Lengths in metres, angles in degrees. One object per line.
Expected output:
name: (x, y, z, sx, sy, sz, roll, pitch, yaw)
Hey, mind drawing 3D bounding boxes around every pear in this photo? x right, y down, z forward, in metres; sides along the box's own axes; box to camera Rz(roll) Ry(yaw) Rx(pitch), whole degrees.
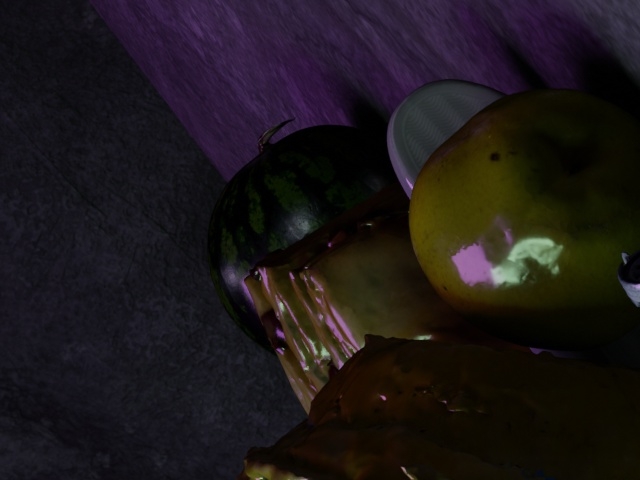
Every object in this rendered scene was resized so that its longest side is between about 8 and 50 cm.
pear: (0.160, -0.011, 1.393, 0.198, 0.198, 0.198, 52, 171, 11)

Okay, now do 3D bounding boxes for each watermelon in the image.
watermelon: (0.003, 0.004, 2.120, 0.269, 0.269, 0.269, 52, 171, 11)

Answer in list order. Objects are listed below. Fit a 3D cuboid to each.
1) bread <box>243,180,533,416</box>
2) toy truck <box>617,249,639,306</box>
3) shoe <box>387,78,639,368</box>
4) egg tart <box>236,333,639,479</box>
bread: (0.114, 0.077, 1.734, 0.324, 0.277, 0.167, 54, 168, 19)
toy truck: (0.287, 0.051, 1.071, 0.124, 0.155, 0.268, 58, 173, -25)
shoe: (0.187, 0.022, 1.580, 0.363, 0.132, 0.160, 46, 171, -2)
egg tart: (0.130, 0.156, 1.402, 0.388, 0.388, 0.169, -174, 90, -79)
